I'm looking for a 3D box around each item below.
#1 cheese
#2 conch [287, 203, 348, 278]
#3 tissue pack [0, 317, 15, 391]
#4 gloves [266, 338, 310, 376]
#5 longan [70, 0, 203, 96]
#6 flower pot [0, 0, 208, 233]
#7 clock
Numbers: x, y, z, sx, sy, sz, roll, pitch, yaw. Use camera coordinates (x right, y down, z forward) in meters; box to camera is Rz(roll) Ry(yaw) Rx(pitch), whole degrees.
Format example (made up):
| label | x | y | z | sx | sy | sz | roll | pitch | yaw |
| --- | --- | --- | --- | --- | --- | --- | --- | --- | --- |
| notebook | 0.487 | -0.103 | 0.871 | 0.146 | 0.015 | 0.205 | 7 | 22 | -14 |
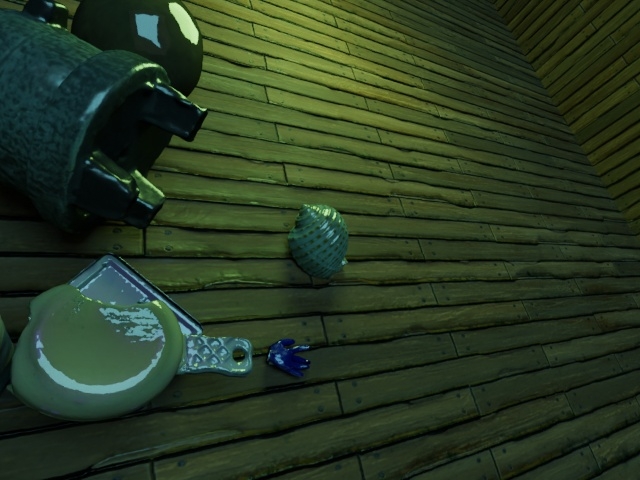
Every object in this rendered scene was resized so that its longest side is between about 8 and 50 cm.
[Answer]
| label | x | y | z | sx | sy | sz | roll | pitch | yaw |
| --- | --- | --- | --- | --- | --- | --- | --- | --- | --- |
| cheese | -0.224 | 0.142 | 0.533 | 0.286 | 0.082 | 0.163 | 10 | 57 | -29 |
| conch | 0.001 | -0.004 | 0.855 | 0.135 | 0.102 | 0.153 | -37 | 85 | -27 |
| tissue pack | -0.431 | 0.097 | 0.398 | 0.201 | 0.271 | 0.124 | 22 | 54 | -19 |
| gloves | -0.053 | 0.204 | 0.734 | 0.086 | 0.026 | 0.064 | 25 | 49 | -17 |
| longan | -0.344 | -0.362 | 0.787 | 0.248 | 0.248 | 0.248 | 16 | 54 | -24 |
| flower pot | -0.343 | -0.170 | 0.625 | 0.282 | 0.299 | 0.299 | 28 | 50 | -4 |
| clock | -0.289 | 0.133 | 0.598 | 0.193 | 0.073 | 0.145 | 41 | 49 | -4 |
